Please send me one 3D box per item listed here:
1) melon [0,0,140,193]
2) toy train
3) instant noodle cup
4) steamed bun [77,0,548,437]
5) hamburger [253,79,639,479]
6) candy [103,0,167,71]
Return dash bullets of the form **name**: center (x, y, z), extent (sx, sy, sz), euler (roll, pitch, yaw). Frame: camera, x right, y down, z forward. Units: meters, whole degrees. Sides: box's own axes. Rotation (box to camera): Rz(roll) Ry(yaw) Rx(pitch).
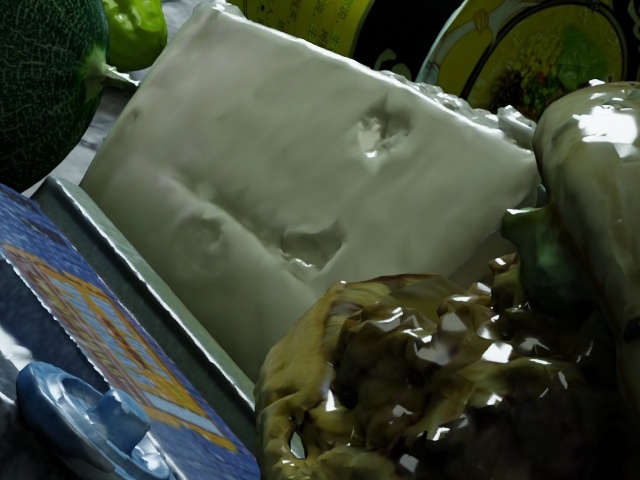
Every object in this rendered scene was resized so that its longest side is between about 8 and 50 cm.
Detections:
- **melon**: center (-0.220, -0.098, 0.913), extent (0.288, 0.182, 0.182), euler (11, 29, 7)
- **toy train**: center (-0.115, 0.071, 0.732), extent (0.299, 0.131, 0.202), euler (46, 9, 36)
- **instant noodle cup**: center (0.063, -0.123, 1.149), extent (0.215, 0.215, 0.236), euler (-7, 31, -39)
- **steamed bun**: center (0.000, 0.000, 0.912), extent (0.225, 0.200, 0.170), euler (39, -5, 32)
- **hamburger**: center (0.124, 0.091, 0.676), extent (0.277, 0.195, 0.318), euler (52, 15, -8)
- **candy**: center (-0.164, -0.174, 1.179), extent (0.209, 0.096, 0.097), euler (45, 37, 23)
